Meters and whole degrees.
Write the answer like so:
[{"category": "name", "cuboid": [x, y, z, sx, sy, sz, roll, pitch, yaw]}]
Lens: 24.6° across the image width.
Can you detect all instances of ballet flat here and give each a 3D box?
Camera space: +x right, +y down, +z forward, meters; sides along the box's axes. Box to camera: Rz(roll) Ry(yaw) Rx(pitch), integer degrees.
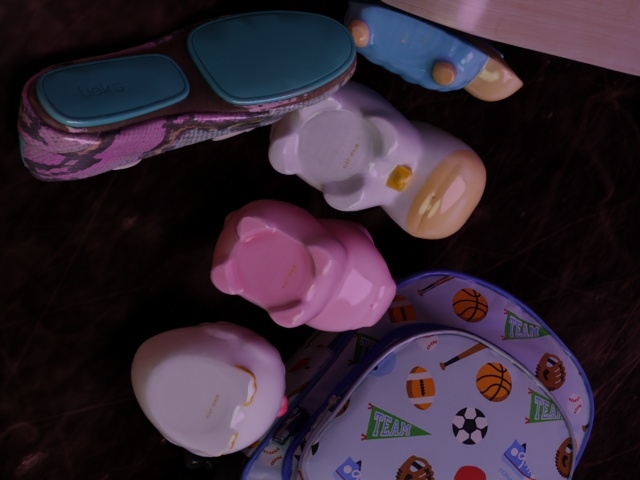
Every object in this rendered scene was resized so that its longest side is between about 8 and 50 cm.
[{"category": "ballet flat", "cuboid": [-0.082, -0.085, 0.886, 0.222, 0.077, 0.079, -19, 157, -30]}]

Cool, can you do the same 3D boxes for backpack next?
[{"category": "backpack", "cuboid": [0.079, 0.154, 1.158, 0.263, 0.276, 0.213, -55, -165, -21]}]

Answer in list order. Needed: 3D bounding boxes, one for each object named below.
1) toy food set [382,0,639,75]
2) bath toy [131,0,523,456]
[{"category": "toy food set", "cuboid": [0.173, -0.242, 1.009, 0.306, 0.092, 0.219, 1, 112, -52]}, {"category": "bath toy", "cuboid": [0.000, 0.000, 1.023, 0.348, 0.151, 0.129, -57, -178, 15]}]
